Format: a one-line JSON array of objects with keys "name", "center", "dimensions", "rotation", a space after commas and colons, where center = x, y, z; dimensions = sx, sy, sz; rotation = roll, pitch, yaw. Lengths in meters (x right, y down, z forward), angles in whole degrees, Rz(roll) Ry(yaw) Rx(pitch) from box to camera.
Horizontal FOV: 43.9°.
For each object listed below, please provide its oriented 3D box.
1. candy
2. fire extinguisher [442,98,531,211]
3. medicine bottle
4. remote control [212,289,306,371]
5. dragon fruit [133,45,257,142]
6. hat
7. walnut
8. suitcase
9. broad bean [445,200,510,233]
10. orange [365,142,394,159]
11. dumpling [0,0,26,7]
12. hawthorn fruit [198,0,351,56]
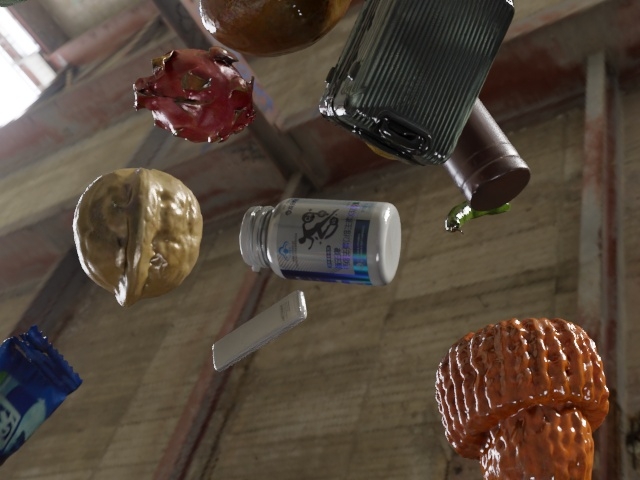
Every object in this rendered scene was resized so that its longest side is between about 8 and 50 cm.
[{"name": "candy", "center": [-0.436, 0.246, 0.943], "dimensions": [0.077, 0.187, 0.331], "rotation": [37, -109, 22]}, {"name": "fire extinguisher", "center": [0.218, -0.211, 1.364], "dimensions": [0.114, 0.136, 0.337], "rotation": [-53, -128, 38]}, {"name": "medicine bottle", "center": [0.000, 0.000, 1.018], "dimensions": [0.192, 0.107, 0.107], "rotation": [4, -136, 18]}, {"name": "remote control", "center": [-0.122, 0.182, 1.578], "dimensions": [0.261, 0.029, 0.067], "rotation": [-35, -131, 30]}, {"name": "dragon fruit", "center": [-0.169, -0.197, 1.062], "dimensions": [0.136, 0.166, 0.133], "rotation": [114, -34, -42]}, {"name": "hat", "center": [0.312, 0.331, 1.223], "dimensions": [0.285, 0.285, 0.400], "rotation": [-20, -136, 28]}, {"name": "walnut", "center": [-0.508, -0.021, 2.250], "dimensions": [0.384, 0.383, 0.383], "rotation": [-27, -150, 17]}, {"name": "suitcase", "center": [0.143, -0.272, 1.147], "dimensions": [0.312, 0.202, 0.128], "rotation": [-67, -157, -4]}, {"name": "broad bean", "center": [0.316, -0.055, 1.630], "dimensions": [0.069, 0.039, 0.227], "rotation": [36, -141, 25]}, {"name": "orange", "center": [0.221, -0.339, 2.037], "dimensions": [0.279, 0.235, 0.279], "rotation": [-21, -150, 13]}, {"name": "dumpling", "center": [-0.515, -0.432, 1.271], "dimensions": [0.153, 0.108, 0.219], "rotation": [-22, -169, -35]}, {"name": "hawthorn fruit", "center": [-0.102, -0.462, 1.460], "dimensions": [0.301, 0.267, 0.267], "rotation": [-19, -146, 28]}]
